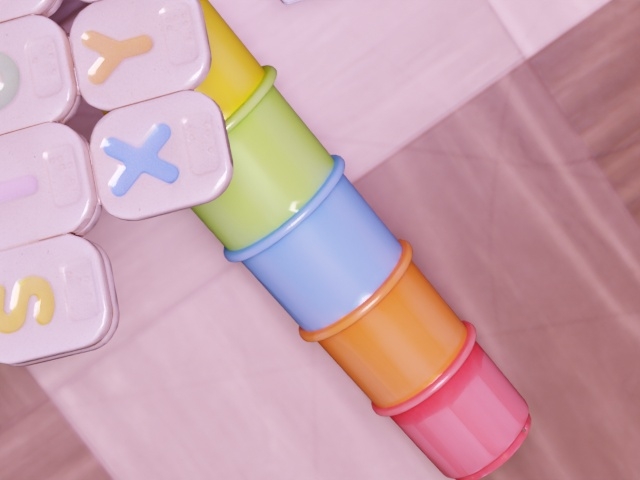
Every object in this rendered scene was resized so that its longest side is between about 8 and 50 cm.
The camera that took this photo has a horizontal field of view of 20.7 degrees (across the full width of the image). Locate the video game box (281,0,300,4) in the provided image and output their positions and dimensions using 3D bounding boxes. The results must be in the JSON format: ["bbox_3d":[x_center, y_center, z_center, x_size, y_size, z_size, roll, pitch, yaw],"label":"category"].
[{"bbox_3d":[0.038,-0.250,0.931,0.187,0.048,0.205,-16,103,-1],"label":"video game box"}]

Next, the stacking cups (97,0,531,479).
[{"bbox_3d":[0.000,0.000,0.966,0.096,0.096,0.316,-41,108,2],"label":"stacking cups"}]

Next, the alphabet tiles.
[{"bbox_3d":[-0.188,-0.072,0.883,0.278,0.021,0.284,-13,80,13],"label":"alphabet tiles"}]
